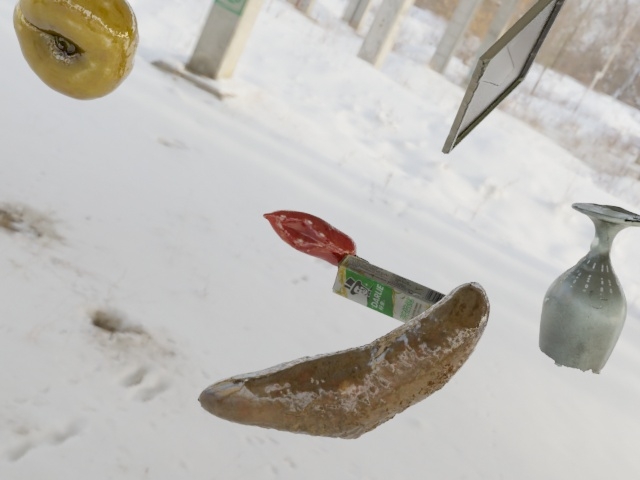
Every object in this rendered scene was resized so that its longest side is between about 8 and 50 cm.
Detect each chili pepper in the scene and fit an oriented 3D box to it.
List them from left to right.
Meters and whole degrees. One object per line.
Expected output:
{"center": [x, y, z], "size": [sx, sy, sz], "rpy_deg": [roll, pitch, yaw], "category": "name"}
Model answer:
{"center": [0.001, -0.001, 1.246], "size": [0.191, 0.059, 0.050], "rpy_deg": [25, 10, -18], "category": "chili pepper"}

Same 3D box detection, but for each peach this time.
{"center": [-0.321, -0.273, 1.095], "size": [0.179, 0.179, 0.103], "rpy_deg": [28, 43, 8], "category": "peach"}

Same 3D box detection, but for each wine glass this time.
{"center": [0.405, 0.069, 1.252], "size": [0.126, 0.241, 0.126], "rpy_deg": [10, 12, -2], "category": "wine glass"}

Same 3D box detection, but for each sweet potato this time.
{"center": [0.035, 0.155, 0.911], "size": [0.092, 0.341, 0.114], "rpy_deg": [27, 42, -81], "category": "sweet potato"}

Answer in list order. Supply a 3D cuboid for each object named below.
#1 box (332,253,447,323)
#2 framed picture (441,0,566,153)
{"center": [0.119, 0.084, 1.210], "size": [0.207, 0.050, 0.041], "rpy_deg": [22, 31, 12], "category": "box"}
{"center": [0.283, -0.263, 1.279], "size": [0.016, 0.213, 0.289], "rpy_deg": [43, -16, 12], "category": "framed picture"}
